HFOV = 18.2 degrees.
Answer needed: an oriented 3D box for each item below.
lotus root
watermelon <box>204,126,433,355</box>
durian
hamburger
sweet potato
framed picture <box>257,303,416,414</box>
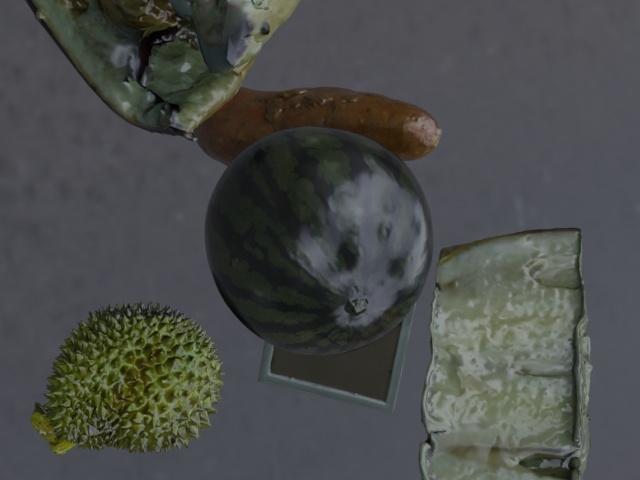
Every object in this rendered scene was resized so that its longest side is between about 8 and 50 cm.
[{"bbox_3d":[0.139,0.110,1.463,0.138,0.119,0.235,77,16,-56],"label":"lotus root"},{"bbox_3d":[0.000,0.000,1.779,0.212,0.212,0.212,18,69,-57],"label":"watermelon"},{"bbox_3d":[-0.194,0.142,2.050,0.198,0.146,0.159,-3,97,-19],"label":"durian"},{"bbox_3d":[-0.087,-0.218,1.116,0.192,0.167,0.288,-33,82,-30],"label":"hamburger"},{"bbox_3d":[-0.034,-0.110,2.040,0.106,0.355,0.095,-8,99,-45],"label":"sweet potato"},{"bbox_3d":[0.020,0.074,1.962,0.011,0.142,0.183,-60,162,-65],"label":"framed picture"}]
